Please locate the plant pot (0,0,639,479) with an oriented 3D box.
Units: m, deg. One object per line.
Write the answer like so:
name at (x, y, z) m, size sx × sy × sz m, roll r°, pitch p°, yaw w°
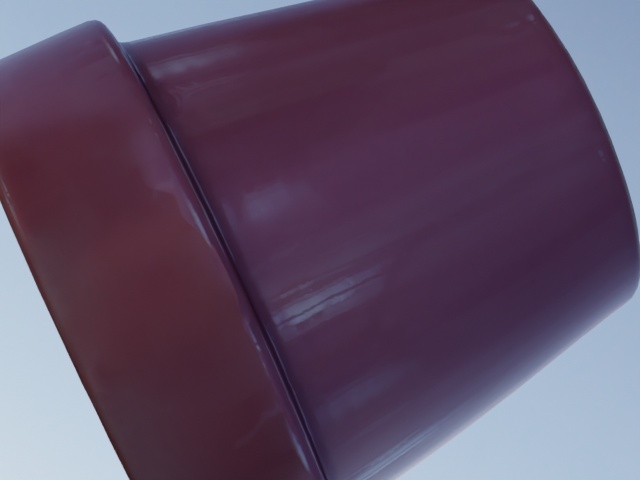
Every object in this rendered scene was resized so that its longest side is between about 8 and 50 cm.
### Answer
plant pot at (0.000, 0.000, 0.567) m, size 0.201 × 0.180 × 0.201 m, roll 156°, pitch -90°, yaw -83°
